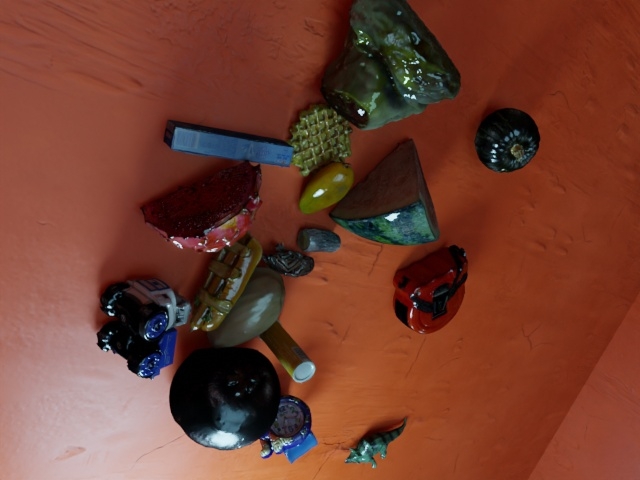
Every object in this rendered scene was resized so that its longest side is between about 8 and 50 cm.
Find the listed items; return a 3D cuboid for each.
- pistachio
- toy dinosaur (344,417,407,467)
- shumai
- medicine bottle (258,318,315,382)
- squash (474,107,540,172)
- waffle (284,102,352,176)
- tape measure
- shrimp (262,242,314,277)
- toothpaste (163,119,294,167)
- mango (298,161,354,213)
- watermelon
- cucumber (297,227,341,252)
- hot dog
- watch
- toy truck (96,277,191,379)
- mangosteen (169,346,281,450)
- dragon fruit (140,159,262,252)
[{"bbox_3d":[-0.182,0.167,1.250,0.237,0.153,0.138,-54,171,5],"label":"pistachio"},{"bbox_3d":[0.208,0.741,1.849,0.292,0.079,0.119,-6,118,-35],"label":"toy dinosaur"},{"bbox_3d":[0.132,-0.383,1.147,0.263,0.304,0.309,-37,98,23],"label":"shumai"},{"bbox_3d":[-0.094,0.271,1.304,0.074,0.218,0.073,-15,120,-27],"label":"medicine bottle"},{"bbox_3d":[0.542,-0.289,1.487,0.193,0.156,0.193,-2,105,-9],"label":"squash"},{"bbox_3d":[-0.001,-0.234,1.219,0.191,0.038,0.191,-16,124,-26],"label":"waffle"},{"bbox_3d":[0.351,0.168,1.619,0.253,0.114,0.260,-24,125,-22],"label":"tape measure"},{"bbox_3d":[-0.085,0.052,1.288,0.190,0.075,0.073,19,96,-40],"label":"shrimp"},{"bbox_3d":[-0.188,-0.202,1.092,0.272,0.066,0.053,3,112,-35],"label":"toothpaste"},{"bbox_3d":[0.013,-0.124,1.243,0.187,0.066,0.101,-40,145,28],"label":"mango"},{"bbox_3d":[0.229,-0.099,1.314,0.283,0.250,0.292,15,107,-44],"label":"watermelon"},{"bbox_3d":[-0.002,0.000,1.332,0.112,0.064,0.064,3,112,-38],"label":"cucumber"},{"bbox_3d":[-0.222,0.094,1.178,0.072,0.109,0.269,38,78,-54],"label":"hot dog"},{"bbox_3d":[-0.105,0.531,1.471,0.171,0.196,0.200,-24,147,-10],"label":"watch"},{"bbox_3d":[-0.371,0.187,1.133,0.177,0.161,0.213,-12,121,-52],"label":"toy truck"},{"bbox_3d":[-0.241,0.379,1.265,0.288,0.288,0.233,-4,87,-33],"label":"mangosteen"},{"bbox_3d":[-0.220,-0.056,1.079,0.262,0.162,0.189,-27,169,-3],"label":"dragon fruit"}]
